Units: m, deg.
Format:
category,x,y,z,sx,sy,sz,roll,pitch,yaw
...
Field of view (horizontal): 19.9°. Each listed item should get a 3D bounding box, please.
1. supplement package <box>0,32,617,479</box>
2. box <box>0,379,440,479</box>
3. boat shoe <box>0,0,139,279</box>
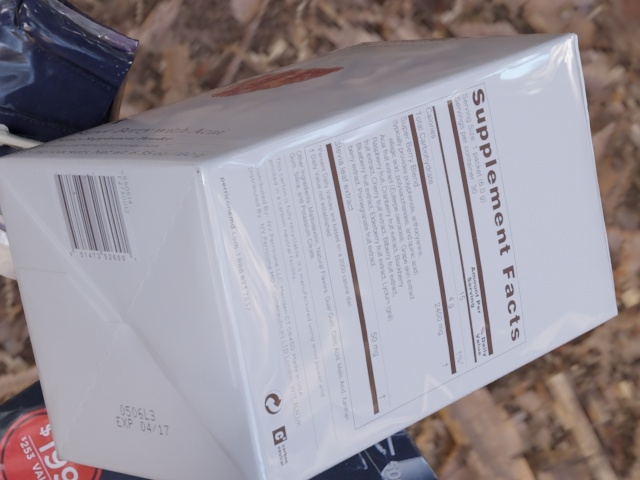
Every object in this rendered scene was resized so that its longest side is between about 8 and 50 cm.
category,x,y,z,sx,sy,sz,roll,pitch,yaw
supplement package,0.000,0.000,1.007,0.293,0.177,0.175,-22,108,-42
box,-0.073,0.230,1.236,0.312,0.179,0.343,-33,81,-13
boat shoe,-0.267,-0.119,1.049,0.340,0.127,0.158,27,102,-13
